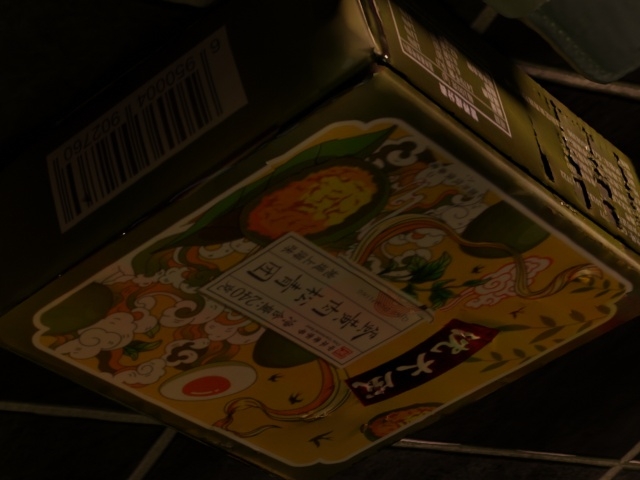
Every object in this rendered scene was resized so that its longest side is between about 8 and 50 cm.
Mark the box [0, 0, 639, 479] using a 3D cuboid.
[{"bbox_3d":[0.000,0.000,1.471,0.373,0.138,0.420,-32,140,23],"label":"box"}]

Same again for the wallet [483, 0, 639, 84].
[{"bbox_3d":[0.181,-0.243,1.250,0.252,0.083,0.360,-37,138,20],"label":"wallet"}]
